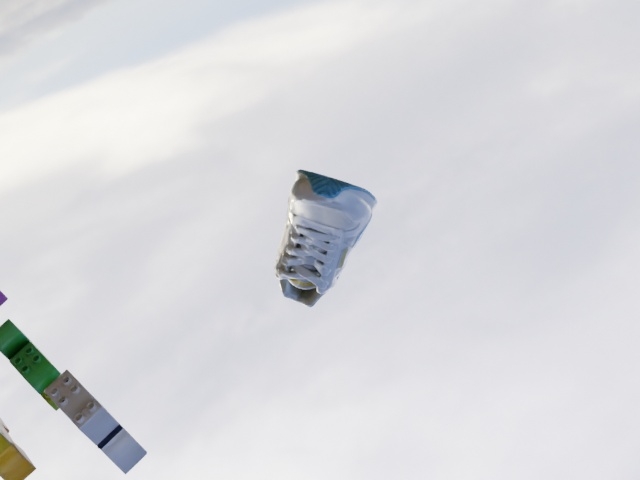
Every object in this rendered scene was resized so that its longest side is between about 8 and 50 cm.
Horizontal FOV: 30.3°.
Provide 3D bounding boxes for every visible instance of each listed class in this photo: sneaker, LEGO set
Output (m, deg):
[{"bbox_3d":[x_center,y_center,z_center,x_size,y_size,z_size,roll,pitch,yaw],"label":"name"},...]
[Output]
[{"bbox_3d":[0.000,0.000,1.195,0.229,0.087,0.092,96,13,-70],"label":"sneaker"},{"bbox_3d":[-0.219,0.076,0.742,0.087,0.093,0.227,-44,-128,-12],"label":"LEGO set"}]
